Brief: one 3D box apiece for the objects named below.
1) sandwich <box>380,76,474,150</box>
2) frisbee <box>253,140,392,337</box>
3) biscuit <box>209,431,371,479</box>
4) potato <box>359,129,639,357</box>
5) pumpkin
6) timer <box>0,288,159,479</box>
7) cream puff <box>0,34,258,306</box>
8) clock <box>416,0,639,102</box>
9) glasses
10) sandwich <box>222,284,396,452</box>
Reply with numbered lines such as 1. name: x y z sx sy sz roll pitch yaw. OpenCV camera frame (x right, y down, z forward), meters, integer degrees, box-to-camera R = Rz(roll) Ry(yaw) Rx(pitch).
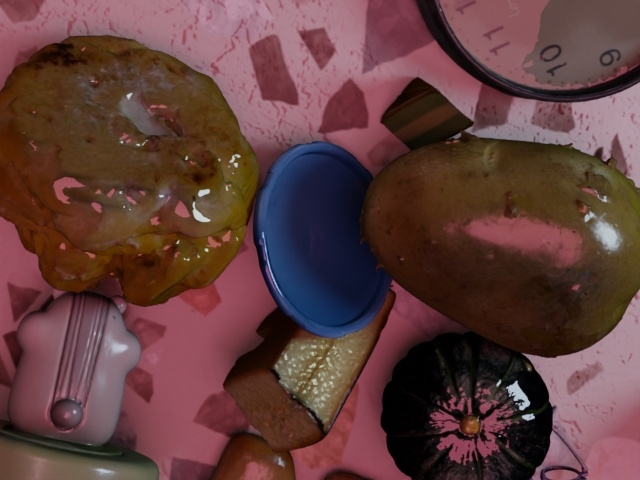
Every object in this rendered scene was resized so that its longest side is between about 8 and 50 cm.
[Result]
1. sandwich: 0.129 -0.144 1.835 0.074 0.116 0.074 40 95 -14
2. frisbee: 0.000 0.000 1.832 0.242 0.045 0.242 12 73 -44
3. biscuit: -0.065 0.413 1.972 0.237 0.062 0.290 25 97 -12
4. potato: 0.230 -0.008 1.818 0.359 0.219 0.269 22 122 -16
5. pumpkin: 0.185 0.223 1.902 0.220 0.162 0.220 0 90 2
6. timer: -0.310 0.212 1.805 0.291 0.291 0.315 14 85 -11
7. cream puff: -0.246 -0.060 1.751 0.324 0.291 0.257 1 134 -22
8. clock: 0.300 -0.354 1.828 0.386 0.076 0.386 -2 103 -8
9. glasses: 0.286 0.269 1.984 0.140 0.062 0.103 -2 102 -8
10. sandwich: -0.007 0.137 1.886 0.122 0.128 0.235 48 50 -16
